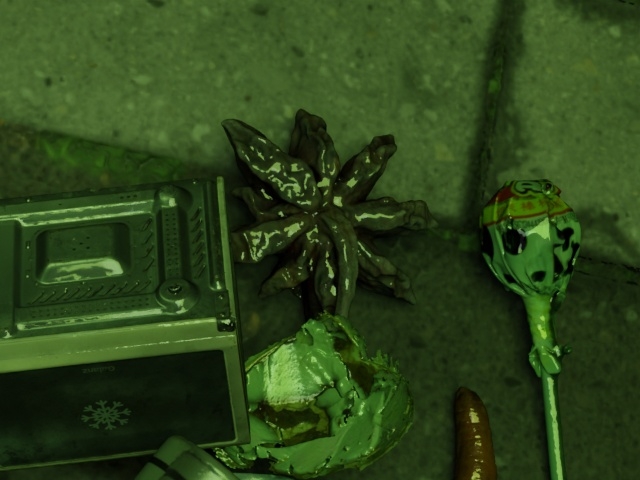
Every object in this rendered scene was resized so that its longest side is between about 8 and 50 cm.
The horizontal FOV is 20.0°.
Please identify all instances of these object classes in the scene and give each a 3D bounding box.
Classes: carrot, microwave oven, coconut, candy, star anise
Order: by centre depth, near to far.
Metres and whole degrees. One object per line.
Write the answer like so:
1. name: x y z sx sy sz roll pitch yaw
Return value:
1. microwave oven: -0.180 0.056 1.331 0.240 0.145 0.194 -6 50 -1
2. coconut: -0.004 0.124 1.397 0.158 0.055 0.133 5 59 9
3. star anise: 0.000 0.001 1.463 0.209 0.089 0.231 -20 83 -16
4. carrot: 0.122 0.213 1.475 0.047 0.047 0.191 6 77 -12
5. candy: 0.185 0.101 1.499 0.083 0.091 0.305 -6 88 13

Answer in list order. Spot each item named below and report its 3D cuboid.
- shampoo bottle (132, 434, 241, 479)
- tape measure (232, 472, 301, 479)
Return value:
1. shampoo bottle: -0.153 0.259 1.252 0.085 0.085 0.262 41 77 -3
2. tape measure: -0.037 0.308 1.368 0.275 0.147 0.256 33 72 -2
